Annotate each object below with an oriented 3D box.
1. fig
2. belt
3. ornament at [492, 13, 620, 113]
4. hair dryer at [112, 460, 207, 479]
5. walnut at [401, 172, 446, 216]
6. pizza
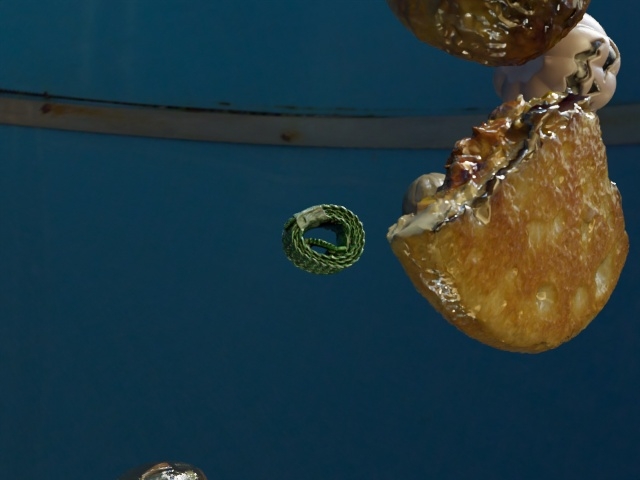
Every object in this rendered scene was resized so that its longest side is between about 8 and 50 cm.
[{"bbox_3d":[0.219,-0.401,0.977,0.286,0.286,0.369,-27,-30,-21],"label":"fig"},{"bbox_3d":[0.000,0.000,1.467,0.151,0.079,0.121,4,-105,-23],"label":"belt"},{"bbox_3d":[0.348,-0.248,1.190,0.177,0.177,0.178,-3,-84,-26],"label":"ornament"},{"bbox_3d":[-0.208,0.451,1.200,0.303,0.359,0.120,8,-76,-57],"label":"hair dryer"},{"bbox_3d":[0.234,-0.053,1.634,0.140,0.140,0.162,-9,-116,-25],"label":"walnut"},{"bbox_3d":[0.212,-0.019,0.837,0.408,0.114,0.278,-4,-86,-48],"label":"pizza"}]
